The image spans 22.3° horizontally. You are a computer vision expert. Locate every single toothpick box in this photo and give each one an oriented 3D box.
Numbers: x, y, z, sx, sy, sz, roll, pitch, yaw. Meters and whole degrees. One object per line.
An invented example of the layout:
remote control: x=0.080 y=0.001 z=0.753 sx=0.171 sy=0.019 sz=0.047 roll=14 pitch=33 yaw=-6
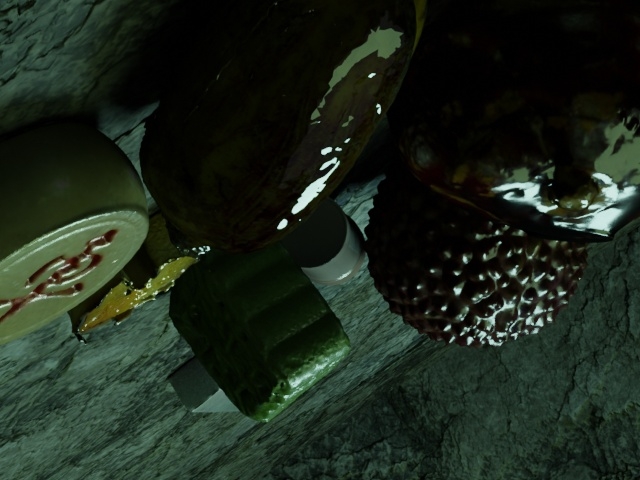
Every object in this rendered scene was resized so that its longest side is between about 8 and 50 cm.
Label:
toothpick box: x=0.000 y=0.000 z=2.088 sx=0.098 sy=0.098 sz=0.149 roll=-37 pitch=166 yaw=3

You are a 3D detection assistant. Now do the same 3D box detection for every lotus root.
lotus root: x=-0.034 y=-0.125 z=1.412 sx=0.397 sy=0.179 sz=0.196 roll=-50 pitch=175 yaw=37

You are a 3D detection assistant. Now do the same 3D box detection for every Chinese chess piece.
Chinese chess piece: x=-0.270 y=0.002 z=1.449 sx=0.251 sy=0.097 sz=0.251 roll=-33 pitch=166 yaw=-9

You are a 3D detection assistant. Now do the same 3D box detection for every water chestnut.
water chestnut: x=0.239 y=-0.179 z=1.772 sx=0.335 sy=0.347 sz=0.335 roll=6 pitch=156 yaw=3

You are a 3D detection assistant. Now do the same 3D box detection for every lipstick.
lipstick: x=-0.144 y=0.227 z=2.562 sx=0.066 sy=0.068 sz=0.317 roll=-37 pitch=167 yaw=10

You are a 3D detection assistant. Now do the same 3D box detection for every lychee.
lychee: x=0.205 y=-0.016 z=2.098 sx=0.306 sy=0.306 sz=0.330 roll=-27 pitch=138 yaw=-32

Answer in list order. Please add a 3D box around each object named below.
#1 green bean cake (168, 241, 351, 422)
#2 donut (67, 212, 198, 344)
green bean cake: x=-0.082 y=0.096 z=1.957 sx=0.125 sy=0.222 sz=0.248 roll=-32 pitch=169 yaw=-20
donut: x=-0.216 y=0.038 z=1.758 sx=0.181 sy=0.078 sz=0.146 roll=-30 pitch=168 yaw=-48
